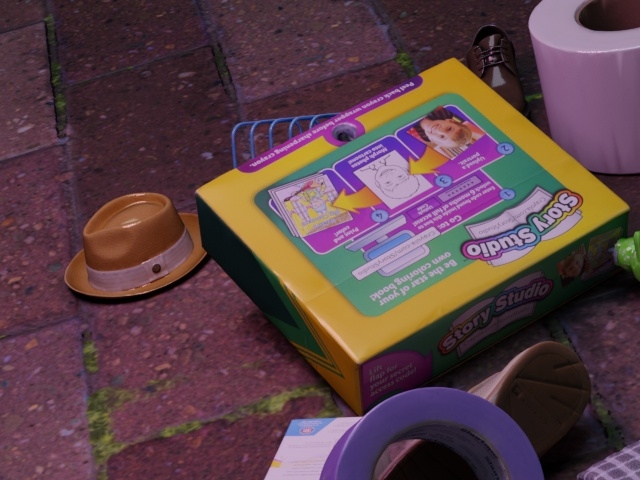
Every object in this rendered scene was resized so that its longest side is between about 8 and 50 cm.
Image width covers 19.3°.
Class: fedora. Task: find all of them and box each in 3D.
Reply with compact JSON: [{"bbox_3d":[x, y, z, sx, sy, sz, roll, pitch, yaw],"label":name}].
[{"bbox_3d":[-0.230,-0.004,2.312,0.194,0.079,0.194,-12,29,7],"label":"fedora"}]

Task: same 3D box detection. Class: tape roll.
[{"bbox_3d":[0.096,0.227,1.636,0.189,0.189,0.080,-26,-10,-17],"label":"tape roll"},{"bbox_3d":[0.386,-0.211,2.280,0.246,0.169,0.246,-11,30,6],"label":"tape roll"}]

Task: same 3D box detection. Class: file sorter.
[{"bbox_3d":[-0.015,-0.098,2.270,0.118,0.104,0.170,-6,3,-38],"label":"file sorter"}]

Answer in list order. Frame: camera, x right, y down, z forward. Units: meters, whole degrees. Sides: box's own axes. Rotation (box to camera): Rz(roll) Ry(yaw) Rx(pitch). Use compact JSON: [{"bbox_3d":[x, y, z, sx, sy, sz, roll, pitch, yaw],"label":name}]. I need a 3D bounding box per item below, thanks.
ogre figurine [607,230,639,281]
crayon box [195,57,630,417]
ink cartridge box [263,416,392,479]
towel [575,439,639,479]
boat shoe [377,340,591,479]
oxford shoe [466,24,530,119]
[{"bbox_3d":[0.381,0.019,1.962,0.118,0.097,0.197,-11,39,-16],"label":"ogre figurine"},{"bbox_3d":[0.099,-0.012,2.052,0.363,0.106,0.313,-28,52,-21],"label":"crayon box"},{"bbox_3d":[0.005,0.243,1.757,0.092,0.090,0.143,-3,31,21],"label":"ink cartridge box"},{"bbox_3d":[0.378,0.235,1.561,0.235,0.121,0.283,-25,30,-15],"label":"towel"},{"bbox_3d":[0.133,0.210,1.762,0.302,0.109,0.098,-42,2,-31],"label":"boat shoe"},{"bbox_3d":[0.221,-0.212,2.438,0.083,0.096,0.227,-11,31,4],"label":"oxford shoe"}]
